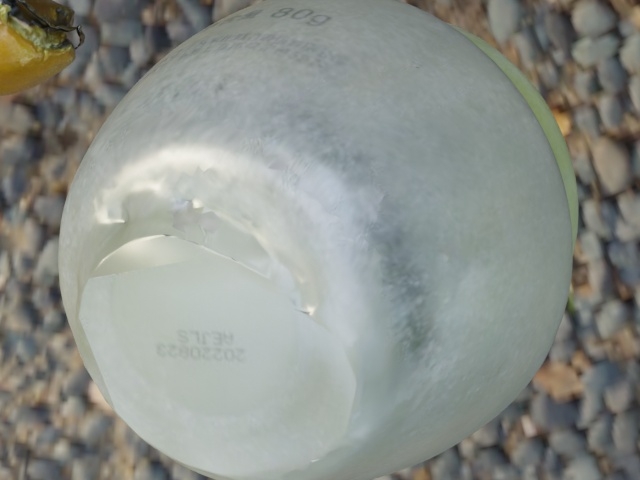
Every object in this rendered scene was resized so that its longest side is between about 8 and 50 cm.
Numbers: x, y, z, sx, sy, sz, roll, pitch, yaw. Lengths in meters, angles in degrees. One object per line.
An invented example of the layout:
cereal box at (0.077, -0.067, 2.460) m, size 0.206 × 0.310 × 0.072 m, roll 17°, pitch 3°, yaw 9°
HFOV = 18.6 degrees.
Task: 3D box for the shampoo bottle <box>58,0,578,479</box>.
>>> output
shampoo bottle at (0.000, 0.000, 1.286) m, size 0.322 × 0.317 × 0.322 m, roll 9°, pitch 109°, yaw 29°

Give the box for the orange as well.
orange at (-0.286, -0.184, 1.693) m, size 0.160 × 0.170 × 0.112 m, roll 28°, pitch 77°, yaw 11°
